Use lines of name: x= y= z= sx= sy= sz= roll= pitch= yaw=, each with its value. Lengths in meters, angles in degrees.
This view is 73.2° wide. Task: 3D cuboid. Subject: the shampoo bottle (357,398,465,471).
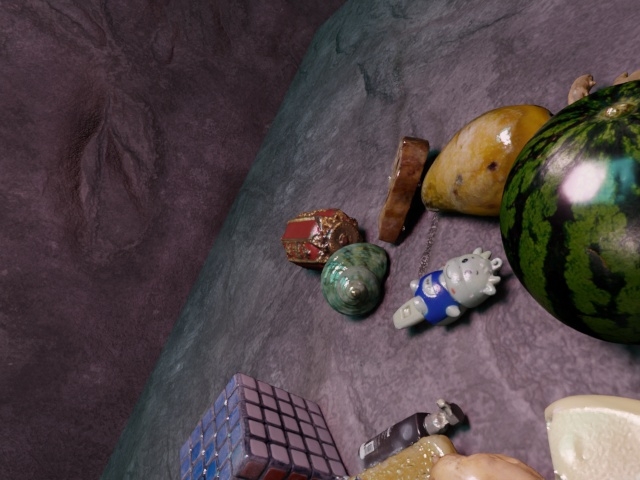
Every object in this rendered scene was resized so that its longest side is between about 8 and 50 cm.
shampoo bottle: x=0.148 y=0.325 z=0.714 sx=0.208 sy=0.063 sz=0.057 roll=-46 pitch=30 yaw=29

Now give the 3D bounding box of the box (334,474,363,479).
box: x=0.035 y=0.530 z=0.571 sx=0.336 sy=0.106 sz=0.264 roll=39 pitch=104 yaw=53

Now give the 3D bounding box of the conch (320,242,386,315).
conch: x=0.082 y=0.088 z=1.019 sx=0.176 sy=0.122 sz=0.188 roll=-26 pitch=39 yaw=12

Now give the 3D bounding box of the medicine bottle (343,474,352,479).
medicine bottle: x=0.039 y=0.510 z=0.735 sx=0.051 sy=0.051 sz=0.191 roll=-20 pitch=47 yaw=53

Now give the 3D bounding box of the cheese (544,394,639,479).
cheese: x=0.368 y=0.215 z=0.446 sx=0.251 sy=0.054 sz=0.127 roll=-32 pitch=40 yaw=43

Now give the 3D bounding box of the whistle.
whistle: x=0.223 y=0.096 z=0.782 sx=0.244 sy=0.092 sz=0.110 roll=-38 pitch=37 yaw=36

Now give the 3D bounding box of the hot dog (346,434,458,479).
hot dog: x=0.130 y=0.386 z=0.672 sx=0.242 sy=0.073 sz=0.084 roll=-46 pitch=32 yaw=28

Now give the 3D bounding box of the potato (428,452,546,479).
potato: x=0.227 y=0.335 z=0.487 sx=0.235 sy=0.128 sz=0.161 roll=11 pitch=109 yaw=57

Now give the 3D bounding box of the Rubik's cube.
Rubik's cube: x=-0.123 y=0.453 z=0.869 sx=0.237 sy=0.238 sz=0.237 roll=-55 pitch=27 yaw=9

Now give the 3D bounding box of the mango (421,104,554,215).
mango: x=0.309 y=-0.135 z=0.810 sx=0.176 sy=0.175 sz=0.329 roll=-39 pitch=3 yaw=-8

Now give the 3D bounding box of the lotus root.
lotus root: x=0.201 y=-0.142 z=1.022 sx=0.170 sy=0.074 sz=0.261 roll=101 pitch=-173 yaw=-61

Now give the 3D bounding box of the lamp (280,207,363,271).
lamp: x=0.000 y=0.000 z=1.212 sx=0.274 sy=0.177 sz=0.177 roll=-4 pitch=60 yaw=62

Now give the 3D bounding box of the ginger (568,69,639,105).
ginger: x=0.512 y=-0.230 z=0.644 sx=0.258 sy=0.065 sz=0.149 roll=-12 pitch=66 yaw=50

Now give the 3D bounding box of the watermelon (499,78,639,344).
watermelon: x=0.353 y=-0.033 z=0.486 sx=0.285 sy=0.285 sz=0.285 roll=-42 pitch=31 yaw=33
